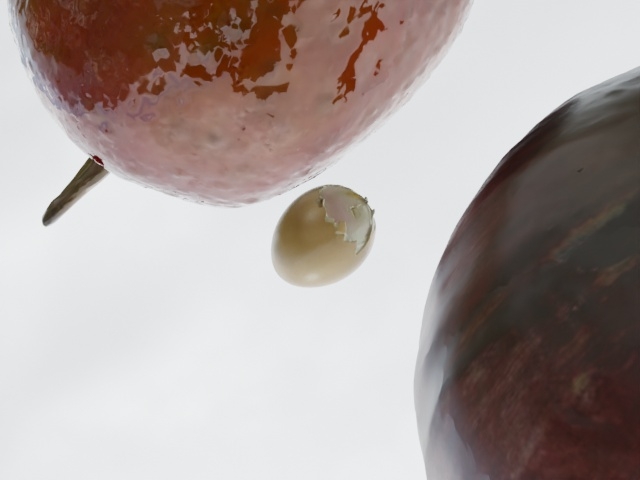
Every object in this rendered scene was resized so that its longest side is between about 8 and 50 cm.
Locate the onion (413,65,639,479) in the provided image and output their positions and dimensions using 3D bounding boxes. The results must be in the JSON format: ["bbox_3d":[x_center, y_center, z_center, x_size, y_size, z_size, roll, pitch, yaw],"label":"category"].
[{"bbox_3d":[0.168,0.025,0.429,0.273,0.273,0.285,-67,179,-53],"label":"onion"}]

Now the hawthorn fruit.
[{"bbox_3d":[-0.072,-0.139,0.917,0.330,0.287,0.287,-55,-159,11],"label":"hawthorn fruit"}]

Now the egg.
[{"bbox_3d":[0.000,0.000,1.296,0.096,0.080,0.080,-52,-172,38],"label":"egg"}]
